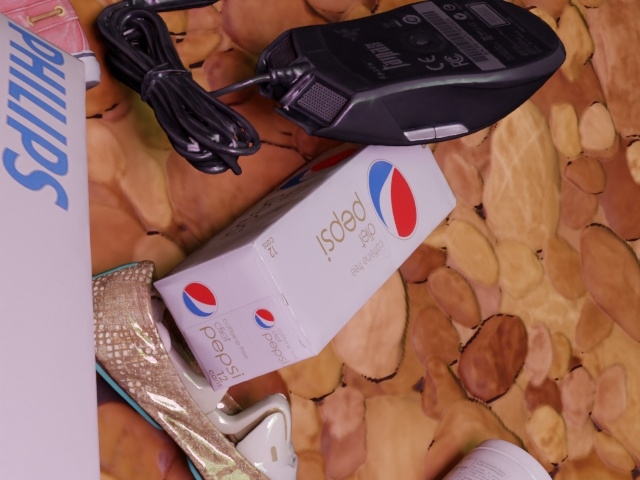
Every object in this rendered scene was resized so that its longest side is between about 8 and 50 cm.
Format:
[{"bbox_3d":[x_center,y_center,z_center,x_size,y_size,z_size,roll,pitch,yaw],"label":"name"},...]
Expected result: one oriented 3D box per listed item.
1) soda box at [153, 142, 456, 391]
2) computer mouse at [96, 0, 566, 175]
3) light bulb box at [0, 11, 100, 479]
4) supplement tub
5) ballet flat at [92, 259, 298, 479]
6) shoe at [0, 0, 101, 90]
[{"bbox_3d":[0.000,0.000,0.770,0.069,0.074,0.216,61,33,-10],"label":"soda box"},{"bbox_3d":[0.001,-0.102,0.796,0.262,0.184,0.060,-18,132,-28],"label":"computer mouse"},{"bbox_3d":[-0.281,-0.005,0.428,0.361,0.358,0.225,32,109,-25],"label":"light bulb box"},{"bbox_3d":[0.093,0.183,0.849,0.107,0.071,0.071,-38,104,-33],"label":"supplement tub"},{"bbox_3d":[-0.058,0.094,0.754,0.067,0.073,0.206,-36,108,10],"label":"ballet flat"},{"bbox_3d":[-0.202,-0.101,0.704,0.178,0.063,0.081,-20,92,-40],"label":"shoe"}]
